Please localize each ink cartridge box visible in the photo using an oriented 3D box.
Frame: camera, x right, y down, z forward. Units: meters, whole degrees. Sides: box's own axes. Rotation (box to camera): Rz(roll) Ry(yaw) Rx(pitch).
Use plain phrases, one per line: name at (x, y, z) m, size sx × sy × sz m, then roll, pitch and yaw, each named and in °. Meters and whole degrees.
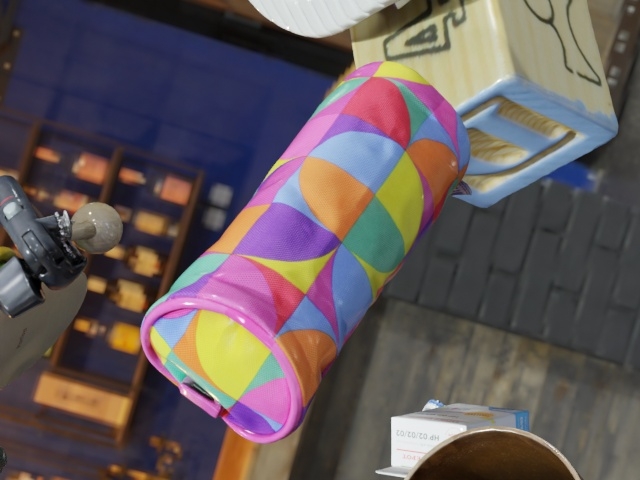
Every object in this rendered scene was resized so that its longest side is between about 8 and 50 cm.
ink cartridge box at (0.153, 0.232, 1.546) m, size 0.181 × 0.104 × 0.061 m, roll -2°, pitch -88°, yaw -53°

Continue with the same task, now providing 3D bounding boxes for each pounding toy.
pounding toy at (-0.320, 0.043, 1.320) m, size 0.237 × 0.110 × 0.183 m, roll -52°, pitch -13°, yaw 17°

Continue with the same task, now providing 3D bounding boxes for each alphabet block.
alphabet block at (0.165, -0.177, 1.386) m, size 0.193 × 0.192 × 0.197 m, roll -29°, pitch 56°, yaw 37°

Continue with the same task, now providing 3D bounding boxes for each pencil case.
pencil case at (0.000, 0.000, 0.720) m, size 0.236 × 0.104 × 0.104 m, roll -51°, pitch -10°, yaw -43°

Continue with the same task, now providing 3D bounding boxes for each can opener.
can opener at (-0.214, -0.010, 0.958) m, size 0.186 × 0.073 × 0.059 m, roll 50°, pitch 163°, yaw 59°

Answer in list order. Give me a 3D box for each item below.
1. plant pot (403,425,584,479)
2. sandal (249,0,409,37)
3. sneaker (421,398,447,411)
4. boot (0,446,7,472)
plant pot at (0.213, 0.320, 1.342) m, size 0.215 × 0.230 × 0.215 m, roll -15°, pitch 61°, yaw 28°
sandal at (0.049, -0.298, 1.322) m, size 0.416 × 0.102 × 0.169 m, roll 3°, pitch 111°, yaw 55°
sneaker at (0.157, 0.299, 2.077) m, size 0.058 × 0.052 × 0.135 m, roll -50°, pitch -16°, yaw -34°
boot at (-0.421, 0.282, 1.371) m, size 0.137 × 0.198 × 0.077 m, roll -60°, pitch -49°, yaw -64°
